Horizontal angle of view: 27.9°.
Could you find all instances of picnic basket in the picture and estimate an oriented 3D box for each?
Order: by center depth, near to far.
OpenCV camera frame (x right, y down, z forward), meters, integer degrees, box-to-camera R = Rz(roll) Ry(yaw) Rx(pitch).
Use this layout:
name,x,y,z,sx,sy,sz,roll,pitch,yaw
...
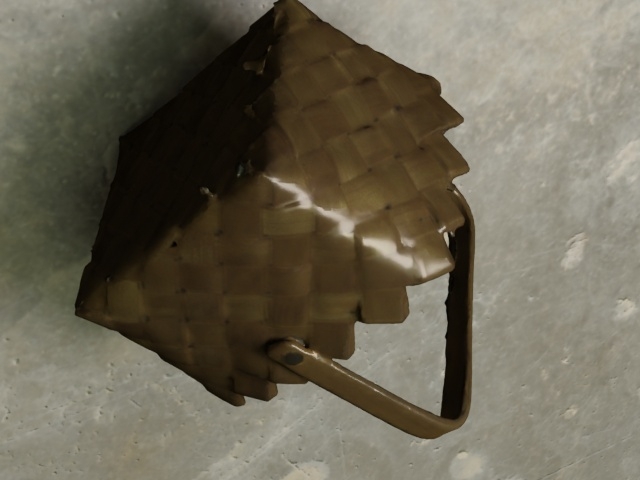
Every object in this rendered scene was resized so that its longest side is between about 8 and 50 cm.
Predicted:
name,x,y,z,sx,sy,sz,roll,pitch,yaw
picnic basket,0.000,0.000,1.049,0.321,0.254,0.291,29,136,-29
